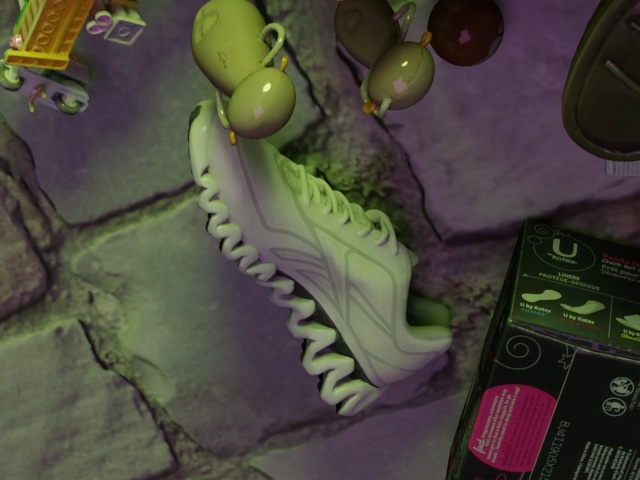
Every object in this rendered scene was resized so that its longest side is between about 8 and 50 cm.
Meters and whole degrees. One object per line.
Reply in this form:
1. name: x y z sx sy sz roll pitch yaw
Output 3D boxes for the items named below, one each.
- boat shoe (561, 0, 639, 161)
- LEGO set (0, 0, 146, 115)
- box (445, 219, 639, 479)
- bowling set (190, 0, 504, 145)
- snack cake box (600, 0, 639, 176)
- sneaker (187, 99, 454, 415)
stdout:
1. boat shoe: 0.249 -0.180 1.039 0.110 0.104 0.307 28 122 -15
2. LEGO set: -0.140 -0.215 1.236 0.287 0.107 0.132 -38 143 26
3. box: 0.195 0.133 1.338 0.163 0.142 0.247 14 126 2
4. bowling set: 0.068 -0.169 1.144 0.200 0.154 0.287 24 110 -28
5. snack cake box: 0.261 -0.174 1.153 0.152 0.089 0.264 2 123 14
6. sneaker: 0.000 0.000 1.327 0.118 0.110 0.292 -24 123 17
